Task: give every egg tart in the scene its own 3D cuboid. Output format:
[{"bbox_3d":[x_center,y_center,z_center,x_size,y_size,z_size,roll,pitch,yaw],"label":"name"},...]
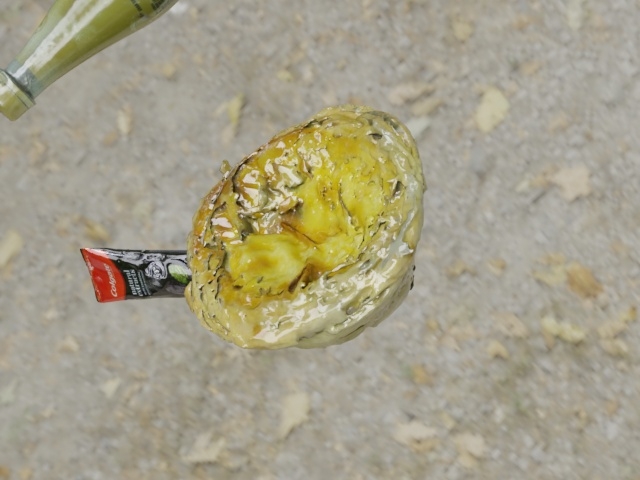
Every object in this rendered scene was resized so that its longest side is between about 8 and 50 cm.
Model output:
[{"bbox_3d":[0.000,0.000,1.236,0.232,0.098,0.252,-47,39,-11],"label":"egg tart"}]

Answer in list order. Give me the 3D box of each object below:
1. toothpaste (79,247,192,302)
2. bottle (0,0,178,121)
[{"bbox_3d":[-0.164,0.037,1.669,0.193,0.071,0.045,-1,30,20],"label":"toothpaste"},{"bbox_3d":[-0.165,-0.201,1.247,0.269,0.083,0.083,-44,51,-7],"label":"bottle"}]
